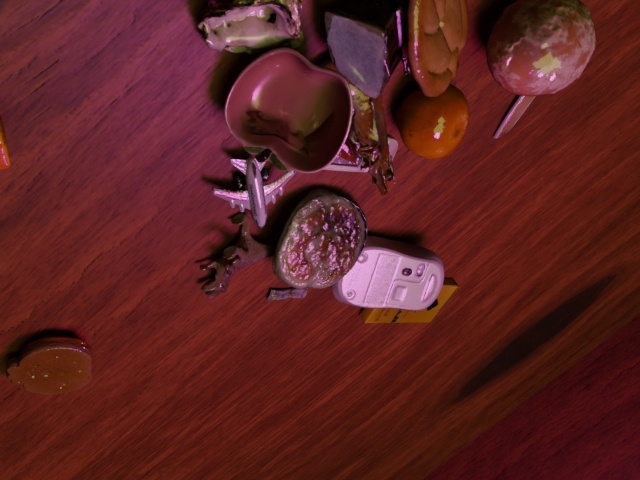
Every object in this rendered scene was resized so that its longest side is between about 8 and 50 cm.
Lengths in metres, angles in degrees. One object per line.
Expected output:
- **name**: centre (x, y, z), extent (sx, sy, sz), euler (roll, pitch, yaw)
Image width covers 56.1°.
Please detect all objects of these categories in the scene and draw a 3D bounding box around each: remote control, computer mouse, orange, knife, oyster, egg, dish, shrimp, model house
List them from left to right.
- **oyster**: centre (-0.096, -0.338, 0.928), extent (0.163, 0.081, 0.191), euler (-20, 161, 20)
- **dish**: centre (-0.048, -0.223, 1.010), extent (0.213, 0.090, 0.213), euler (2, 118, 4)
- **remote control**: centre (0.043, -0.184, 1.181), extent (0.230, 0.049, 0.090), euler (1, 128, -29)
- **shrimp**: centre (0.058, -0.197, 1.106), extent (0.152, 0.063, 0.287), euler (-27, 115, -18)
- **model house**: centre (0.091, -0.350, 1.021), extent (0.152, 0.106, 0.165), euler (-60, 156, -32)
- **computer mouse**: centre (0.161, 0.077, 1.476), extent (0.297, 0.121, 0.184), euler (6, 112, -18)
- **orange**: centre (0.220, -0.241, 1.195), extent (0.155, 0.134, 0.154), euler (-39, 146, -33)
- **knife**: centre (0.470, -0.334, 1.345), extent (0.046, 0.022, 0.256), euler (-1, 135, -42)
- **egg**: centre (0.415, -0.372, 1.142), extent (0.233, 0.195, 0.195), euler (-36, 143, -21)

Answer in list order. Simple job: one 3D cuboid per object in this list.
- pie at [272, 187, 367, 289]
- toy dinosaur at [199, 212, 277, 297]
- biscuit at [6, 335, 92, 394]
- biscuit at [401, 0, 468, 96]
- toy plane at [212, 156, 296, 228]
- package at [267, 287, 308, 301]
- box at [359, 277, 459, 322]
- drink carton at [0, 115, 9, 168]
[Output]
- **pie**: centre (0.000, 0.000, 1.292), extent (0.240, 0.054, 0.240), euler (-15, 120, -28)
- **toy dinosaur**: centre (-0.146, 0.026, 1.269), extent (0.251, 0.072, 0.200), euler (-36, 152, -17)
- **biscuit**: centre (-0.547, 0.250, 1.219), extent (0.170, 0.050, 0.170), euler (-13, 137, -12)
- **biscuit**: centre (0.204, -0.369, 1.042), extent (0.203, 0.041, 0.260), euler (-61, 148, -10)
- **toy plane**: centre (-0.124, -0.093, 1.144), extent (0.162, 0.065, 0.171), euler (-16, 141, -15)
- **package**: centre (-0.077, 0.128, 1.441), extent (0.110, 0.015, 0.037), euler (-1, 125, -36)
- **box**: centre (0.253, 0.169, 1.688), extent (0.279, 0.041, 0.153), euler (5, 126, -38)
- **drink carton**: centre (-0.497, -0.241, 0.711), extent (0.155, 0.111, 0.351), euler (-16, 136, -22)
